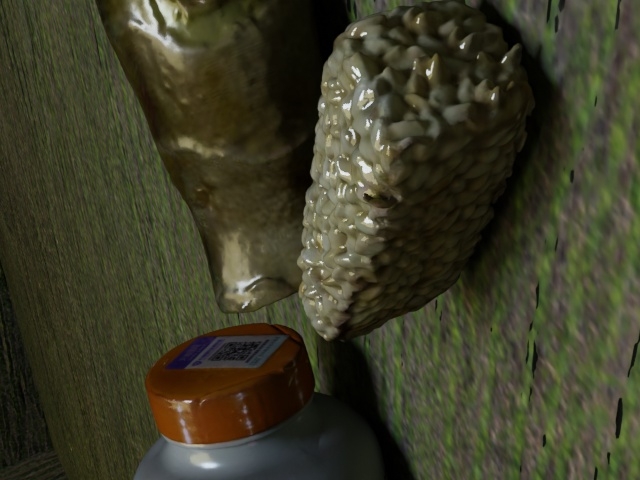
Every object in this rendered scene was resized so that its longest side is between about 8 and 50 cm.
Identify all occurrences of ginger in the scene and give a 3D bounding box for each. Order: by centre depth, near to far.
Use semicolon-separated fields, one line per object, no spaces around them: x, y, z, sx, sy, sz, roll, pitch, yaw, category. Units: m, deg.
-0.051;-0.099;0.643;0.116;0.109;0.263;-3;109;43;ginger

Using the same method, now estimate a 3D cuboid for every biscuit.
0.031;-0.022;0.527;0.168;0.082;0.070;99;148;-57;biscuit

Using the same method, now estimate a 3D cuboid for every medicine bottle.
-0.025;0.200;0.801;0.157;0.157;0.288;28;135;63;medicine bottle
